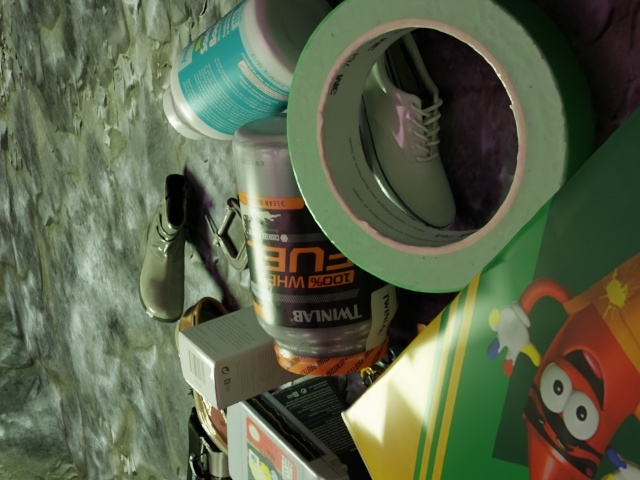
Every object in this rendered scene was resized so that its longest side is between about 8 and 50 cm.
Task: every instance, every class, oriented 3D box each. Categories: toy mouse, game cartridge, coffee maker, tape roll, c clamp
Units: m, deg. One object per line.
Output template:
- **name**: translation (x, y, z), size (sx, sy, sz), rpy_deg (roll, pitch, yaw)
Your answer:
- **toy mouse**: translation (0.105, 0.186, 1.366), size (0.161, 0.031, 0.143), rpy_deg (63, 150, 17)
- **game cartridge**: translation (-0.052, 0.348, 1.479), size (0.294, 0.060, 0.196), rpy_deg (33, 134, 48)
- **coffee maker**: translation (-0.197, 0.403, 1.934), size (0.171, 0.120, 0.178), rpy_deg (-107, 20, -54)
- **tape roll**: translation (0.115, -0.108, 1.032), size (0.321, 0.077, 0.321), rpy_deg (10, 109, 32)
- **c clamp**: translation (-0.155, -0.018, 1.715), size (0.137, 0.022, 0.160), rpy_deg (65, 150, 15)

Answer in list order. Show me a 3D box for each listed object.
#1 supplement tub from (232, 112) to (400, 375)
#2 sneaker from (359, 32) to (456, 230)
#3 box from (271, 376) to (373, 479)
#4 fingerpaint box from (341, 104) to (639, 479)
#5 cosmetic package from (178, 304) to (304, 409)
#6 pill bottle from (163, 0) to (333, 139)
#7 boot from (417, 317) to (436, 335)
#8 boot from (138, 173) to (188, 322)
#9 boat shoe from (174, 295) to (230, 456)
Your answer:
- **supplement tub**: translation (0.000, 0.000, 1.286), size (0.194, 0.194, 0.315), rpy_deg (19, 121, 55)
- **sneaker**: translation (0.098, -0.131, 1.153), size (0.091, 0.094, 0.258), rpy_deg (-29, 82, 55)
- **box**: translation (0.002, 0.339, 1.543), size (0.207, 0.108, 0.153), rpy_deg (54, 145, 31)
- **fingerpaint box**: translation (0.285, 0.026, 0.558), size (0.163, 0.445, 0.371), rpy_deg (63, 150, 20)
- **cosmetic package**: translation (-0.077, 0.151, 1.454), size (0.117, 0.231, 0.085), rpy_deg (32, 130, 51)
- **pill bottle**: translation (-0.101, -0.225, 1.331), size (0.264, 0.146, 0.146), rpy_deg (-26, 82, 44)
- **boot**: translation (0.150, 0.206, 1.218), size (0.283, 0.109, 0.220), rpy_deg (-32, 78, 58)
- **boot**: translation (-0.278, 0.011, 1.817), size (0.161, 0.084, 0.246), rpy_deg (116, 153, -52)
- **boat shoe**: translation (-0.164, 0.241, 1.767), size (0.324, 0.123, 0.120), rpy_deg (58, 142, 26)
